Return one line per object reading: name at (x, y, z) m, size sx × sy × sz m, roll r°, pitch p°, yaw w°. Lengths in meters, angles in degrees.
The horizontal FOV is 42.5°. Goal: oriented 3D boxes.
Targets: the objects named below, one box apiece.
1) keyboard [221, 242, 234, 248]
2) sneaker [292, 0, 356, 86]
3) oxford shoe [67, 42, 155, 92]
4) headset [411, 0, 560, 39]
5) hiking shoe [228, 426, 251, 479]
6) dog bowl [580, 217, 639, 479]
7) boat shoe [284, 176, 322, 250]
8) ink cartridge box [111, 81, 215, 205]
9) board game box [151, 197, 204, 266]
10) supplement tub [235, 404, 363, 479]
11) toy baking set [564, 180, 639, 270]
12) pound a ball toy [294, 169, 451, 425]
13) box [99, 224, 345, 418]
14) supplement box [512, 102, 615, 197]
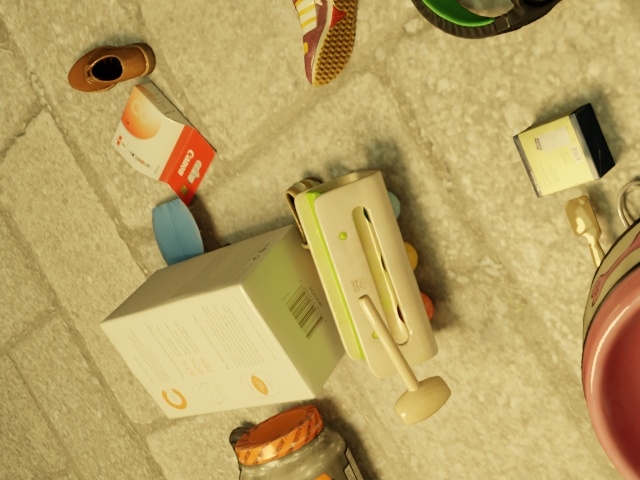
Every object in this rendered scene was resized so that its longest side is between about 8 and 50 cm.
keyboard at (-0.163, 0.075, 1.447) m, size 0.100 × 0.038 × 0.192 m, roll 24°, pitch 126°, yaw 3°
sneaker at (-0.001, -0.305, 1.120) m, size 0.084 × 0.070 × 0.185 m, roll 30°, pitch 120°, yaw 35°
oxford shoe at (-0.381, -0.295, 1.414) m, size 0.212 × 0.076 × 0.076 m, roll -6°, pitch 108°, yaw 42°
headset at (0.192, -0.361, 0.843) m, size 0.394 × 0.185 × 0.243 m, roll -27°, pitch 86°, yaw 56°
hiking shoe at (-0.115, 0.456, 1.520) m, size 0.086 × 0.114 × 0.226 m, roll -30°, pitch 90°, yaw 42°
dog bowl at (0.467, 0.147, 0.864) m, size 0.408 × 0.150 × 0.407 m, roll 12°, pitch 116°, yaw 27°
boat shoe at (0.000, 0.000, 1.247) m, size 0.068 × 0.072 × 0.190 m, roll -31°, pitch 90°, yaw 42°
ink cartridge box at (-0.274, -0.159, 1.413) m, size 0.179 × 0.045 × 0.145 m, roll 48°, pitch 132°, yaw 14°
board game box at (-0.240, -0.007, 1.460) m, size 0.169 × 0.033 × 0.133 m, roll -13°, pitch 97°, yaw 54°
supplement tub at (-0.010, 0.451, 1.382) m, size 0.194 × 0.194 × 0.316 m, roll -21°, pitch 96°, yaw 42°
toy baking set at (0.412, 0.033, 0.968) m, size 0.256 × 0.030 × 0.196 m, roll 13°, pitch 112°, yaw 27°
pound a ball toy at (0.094, 0.067, 1.139) m, size 0.208 × 0.136 × 0.319 m, roll -164°, pitch 53°, yaw -74°
box at (-0.150, 0.141, 1.330) m, size 0.345 × 0.168 × 0.215 m, roll -17°, pitch 113°, yaw 39°
supplement box at (0.289, -0.106, 0.980) m, size 0.083 × 0.056 × 0.083 m, roll -18°, pitch 98°, yaw 42°
